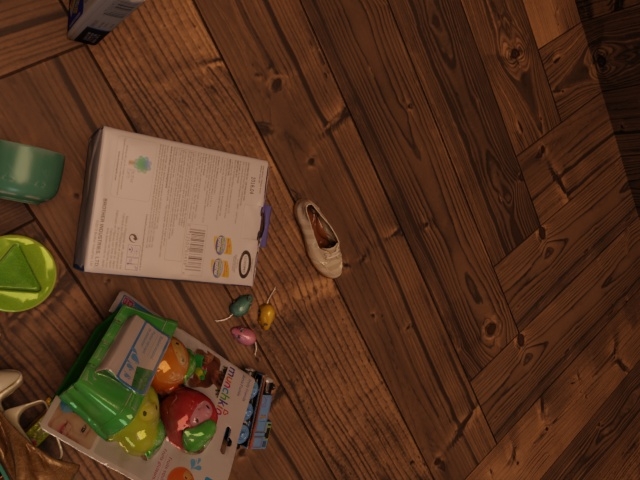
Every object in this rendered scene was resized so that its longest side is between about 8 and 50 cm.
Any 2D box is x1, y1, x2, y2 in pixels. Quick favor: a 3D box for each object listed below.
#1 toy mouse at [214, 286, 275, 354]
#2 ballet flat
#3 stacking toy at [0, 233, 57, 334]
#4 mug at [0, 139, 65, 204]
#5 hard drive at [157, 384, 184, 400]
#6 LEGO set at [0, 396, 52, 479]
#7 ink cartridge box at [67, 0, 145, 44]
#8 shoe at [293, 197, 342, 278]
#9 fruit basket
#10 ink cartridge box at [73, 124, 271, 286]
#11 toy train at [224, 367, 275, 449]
[{"bbox_3d":[-0.168,0.183,1.273,0.143,0.031,0.160,7,89,-31],"label":"toy mouse"},{"bbox_3d":[-0.544,0.306,0.966,0.342,0.116,0.124,46,59,6],"label":"ballet flat"},{"bbox_3d":[-0.618,0.053,0.945,0.280,0.130,0.308,37,85,-22],"label":"stacking toy"},{"bbox_3d":[-0.539,-0.119,0.977,0.158,0.129,0.097,10,89,-28],"label":"mug"},{"bbox_3d":[-0.329,0.266,1.185,0.094,0.022,0.135,-13,99,-30],"label":"hard drive"},{"bbox_3d":[-0.473,0.362,1.054,0.287,0.107,0.132,-9,97,-30],"label":"LEGO set"},{"bbox_3d":[-0.367,-0.525,0.958,0.072,0.304,0.306,5,91,-34],"label":"ink cartridge box"},{"bbox_3d":[0.000,0.000,1.348,0.077,0.058,0.218,-34,109,-25],"label":"shoe"},{"bbox_3d":[-0.282,0.290,1.039,0.353,0.165,0.327,36,34,-17],"label":"fruit basket"},{"bbox_3d":[-0.266,-0.051,1.132,0.396,0.151,0.269,8,89,-30],"label":"ink cartridge box"},{"bbox_3d":[-0.159,0.381,1.266,0.105,0.080,0.184,17,81,-40],"label":"toy train"}]
